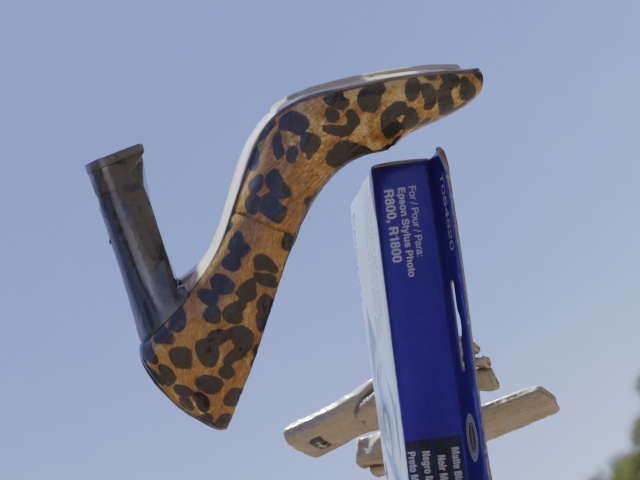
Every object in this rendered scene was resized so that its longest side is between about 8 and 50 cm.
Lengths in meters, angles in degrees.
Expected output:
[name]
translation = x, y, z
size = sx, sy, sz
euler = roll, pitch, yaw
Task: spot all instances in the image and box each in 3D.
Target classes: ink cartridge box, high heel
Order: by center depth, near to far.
[high heel]
translation = 0.000, 0.000, 1.119
size = 0.261, 0.186, 0.093
euler = -19, 1, -3
[ink cartridge box]
translation = 0.060, 0.064, 1.160
size = 0.045, 0.223, 0.224
euler = -7, -7, -5

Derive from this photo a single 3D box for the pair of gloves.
[pair of gloves]
translation = 0.098, 0.162, 1.680
size = 0.204, 0.042, 0.240
euler = -27, -28, 22
